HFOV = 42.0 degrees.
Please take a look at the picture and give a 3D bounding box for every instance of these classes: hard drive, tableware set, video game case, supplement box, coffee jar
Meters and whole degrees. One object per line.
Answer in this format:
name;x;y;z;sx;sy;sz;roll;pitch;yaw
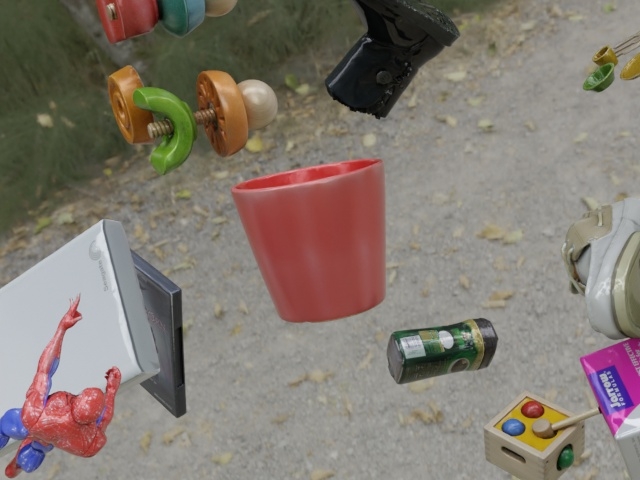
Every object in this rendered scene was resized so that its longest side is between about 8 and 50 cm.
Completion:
hard drive;-0.398;0.151;1.225;0.353;0.047;0.233;-29;68;26
tableware set;0.325;-0.201;0.812;0.154;0.024;0.104;-26;26;54
video game case;-0.292;0.141;1.369;0.196;0.274;0.026;33;46;32
supplement box;0.408;0.156;0.889;0.220;0.114;0.111;-24;43;12
coffee jar;0.212;0.190;1.444;0.184;0.096;0.079;-7;52;-13

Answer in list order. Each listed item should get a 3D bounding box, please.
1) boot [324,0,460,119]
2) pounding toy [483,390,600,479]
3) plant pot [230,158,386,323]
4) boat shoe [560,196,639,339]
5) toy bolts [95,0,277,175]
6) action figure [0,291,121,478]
boot;0.072;-0.306;1.308;0.207;0.246;0.094;-45;43;28
pounding toy;0.346;0.296;1.279;0.130;0.100;0.141;-31;35;-33
plant pot;0.000;0.000;1.449;0.275;0.243;0.275;-11;10;2
boat shoe;0.325;0.029;0.929;0.103;0.113;0.302;-4;14;30
toy bolts;-0.163;-0.217;0.997;0.158;0.228;0.218;-20;21;-22
action figure;-0.257;0.149;0.812;0.280;0.091;0.139;-25;38;51
